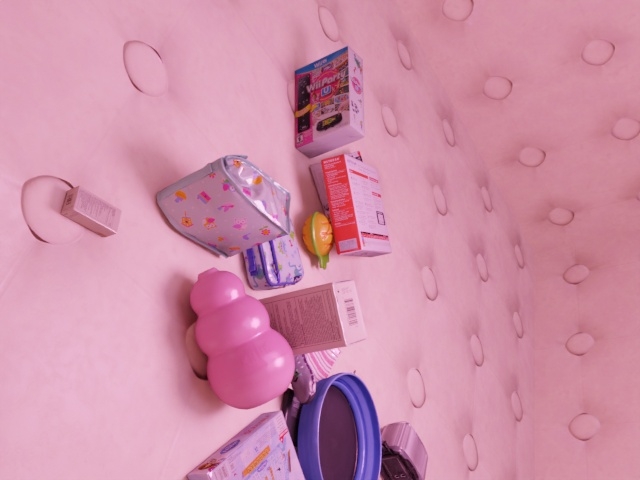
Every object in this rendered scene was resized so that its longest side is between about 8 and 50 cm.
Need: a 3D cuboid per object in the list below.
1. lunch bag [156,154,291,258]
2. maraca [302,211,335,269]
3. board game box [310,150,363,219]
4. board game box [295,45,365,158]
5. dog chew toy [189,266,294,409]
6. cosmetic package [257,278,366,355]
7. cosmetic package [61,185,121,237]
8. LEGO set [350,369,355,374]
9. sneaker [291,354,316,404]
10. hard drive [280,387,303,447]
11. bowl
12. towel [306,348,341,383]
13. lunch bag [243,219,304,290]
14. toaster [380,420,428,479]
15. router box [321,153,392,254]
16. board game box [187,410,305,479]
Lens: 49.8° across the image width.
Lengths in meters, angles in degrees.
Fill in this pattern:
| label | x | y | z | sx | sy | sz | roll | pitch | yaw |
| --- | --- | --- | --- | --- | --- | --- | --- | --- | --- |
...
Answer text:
| label | x | y | z | sx | sy | sz | roll | pitch | yaw |
| --- | --- | --- | --- | --- | --- | --- | --- | --- | --- |
| lunch bag | -0.231 | -0.092 | 1.660 | 0.262 | 0.223 | 0.160 | 38 | 41 | -43 |
| maraca | 0.000 | 0.000 | 2.119 | 0.127 | 0.099 | 0.185 | -60 | 143 | -54 |
| board game box | 0.081 | -0.193 | 2.375 | 0.305 | 0.053 | 0.192 | -28 | 101 | -59 |
| board game box | 0.028 | -0.447 | 2.240 | 0.097 | 0.224 | 0.303 | 29 | 53 | -47 |
| dog chew toy | -0.196 | 0.220 | 1.610 | 0.207 | 0.207 | 0.331 | -26 | 92 | -59 |
| cosmetic package | -0.055 | 0.205 | 1.727 | 0.113 | 0.310 | 0.160 | -4 | 81 | -58 |
| cosmetic package | -0.473 | -0.058 | 1.428 | 0.115 | 0.041 | 0.060 | 39 | 45 | -45 |
| LEGO set | 0.100 | 0.439 | 2.160 | 0.054 | 0.024 | 0.083 | -63 | 142 | -46 |
| sneaker | -0.081 | 0.333 | 1.849 | 0.098 | 0.083 | 0.223 | 22 | 40 | -40 |
| hard drive | -0.073 | 0.477 | 1.854 | 0.094 | 0.022 | 0.135 | 42 | 43 | -42 |
| bowl | 0.057 | 0.572 | 1.944 | 0.391 | 0.077 | 0.390 | 31 | 54 | -55 |
| towel | -0.008 | 0.337 | 2.017 | 0.144 | 0.029 | 0.197 | 60 | 34 | -21 |
| lunch bag | -0.137 | 0.027 | 1.892 | 0.176 | 0.090 | 0.218 | 1 | 75 | -55 |
| toaster | 0.253 | 0.681 | 2.193 | 0.227 | 0.129 | 0.146 | 59 | 30 | -16 |
| router box | 0.123 | -0.102 | 2.221 | 0.335 | 0.082 | 0.301 | 8 | 71 | -68 |
| board game box | -0.146 | 0.617 | 1.630 | 0.319 | 0.066 | 0.317 | -24 | 97 | -59 |
